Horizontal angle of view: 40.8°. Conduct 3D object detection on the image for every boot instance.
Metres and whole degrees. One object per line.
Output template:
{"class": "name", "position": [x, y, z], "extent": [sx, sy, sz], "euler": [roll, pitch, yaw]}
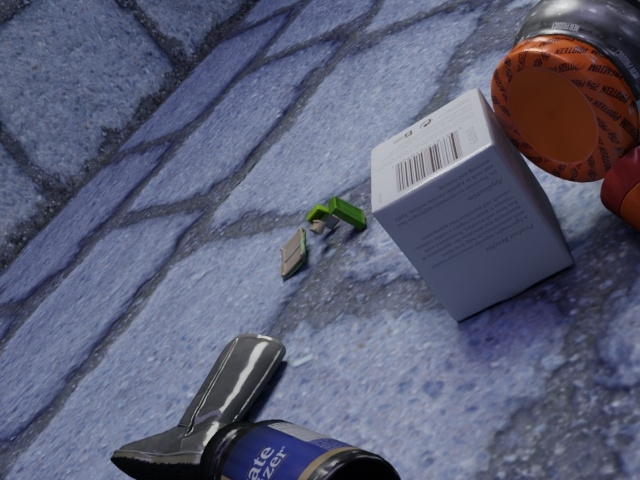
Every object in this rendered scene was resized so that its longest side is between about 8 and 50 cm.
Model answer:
{"class": "boot", "position": [-0.157, 0.215, 1.121], "extent": [0.190, 0.076, 0.208], "euler": [-5, 45, 28]}

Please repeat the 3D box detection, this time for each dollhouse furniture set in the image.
{"class": "dollhouse furniture set", "position": [0.000, 0.000, 1.337], "extent": [0.151, 0.059, 0.076], "euler": [-49, 26, 26]}

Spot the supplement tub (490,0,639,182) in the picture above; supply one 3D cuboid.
{"class": "supplement tub", "position": [0.355, -0.224, 0.943], "extent": [0.338, 0.207, 0.207], "euler": [-41, 24, -23]}

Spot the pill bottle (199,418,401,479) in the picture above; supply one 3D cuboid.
{"class": "pill bottle", "position": [-0.028, 0.244, 0.839], "extent": [0.123, 0.123, 0.219], "euler": [-50, 27, -23]}

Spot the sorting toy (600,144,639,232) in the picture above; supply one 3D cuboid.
{"class": "sorting toy", "position": [0.398, -0.095, 0.751], "extent": [0.365, 0.127, 0.126], "euler": [121, 147, -44]}

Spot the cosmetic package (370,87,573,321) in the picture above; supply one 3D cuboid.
{"class": "cosmetic package", "position": [0.168, -0.040, 0.982], "extent": [0.151, 0.183, 0.151], "euler": [-29, 28, 20]}
